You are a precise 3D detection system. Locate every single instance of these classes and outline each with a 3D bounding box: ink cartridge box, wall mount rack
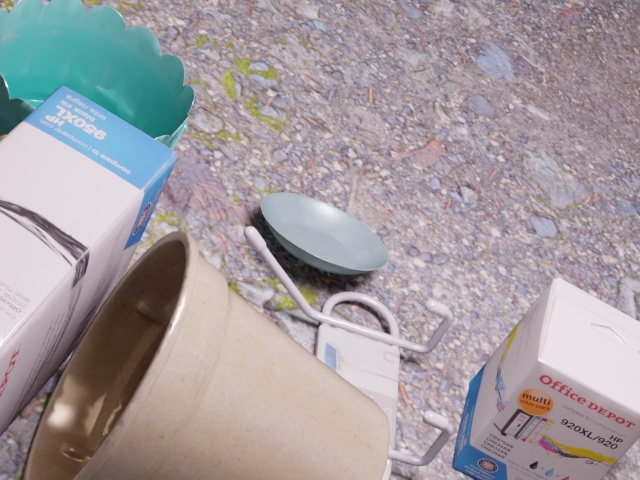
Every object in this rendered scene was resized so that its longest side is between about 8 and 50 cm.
[{"bbox_3d":[0.306,0.204,1.927,0.171,0.233,0.168,27,40,-5],"label":"ink cartridge box"},{"bbox_3d":[-0.347,0.058,1.620,0.166,0.285,0.395,32,39,2],"label":"ink cartridge box"},{"bbox_3d":[0.017,0.140,1.892,0.304,0.130,0.350,19,40,-11],"label":"wall mount rack"}]

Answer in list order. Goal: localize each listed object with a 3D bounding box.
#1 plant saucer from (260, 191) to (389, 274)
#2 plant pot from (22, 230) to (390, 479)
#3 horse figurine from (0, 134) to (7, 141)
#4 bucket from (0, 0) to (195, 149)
[{"bbox_3d":[0.000,0.000,2.072,0.195,0.037,0.195,22,22,-9],"label":"plant saucer"},{"bbox_3d":[-0.108,0.209,1.631,0.305,0.334,0.334,32,38,-19],"label":"plant pot"},{"bbox_3d":[-0.466,-0.037,1.771,0.066,0.174,0.263,55,47,-35],"label":"horse figurine"},{"bbox_3d":[-0.322,-0.160,1.942,0.281,0.183,0.281,17,42,-16],"label":"bucket"}]
